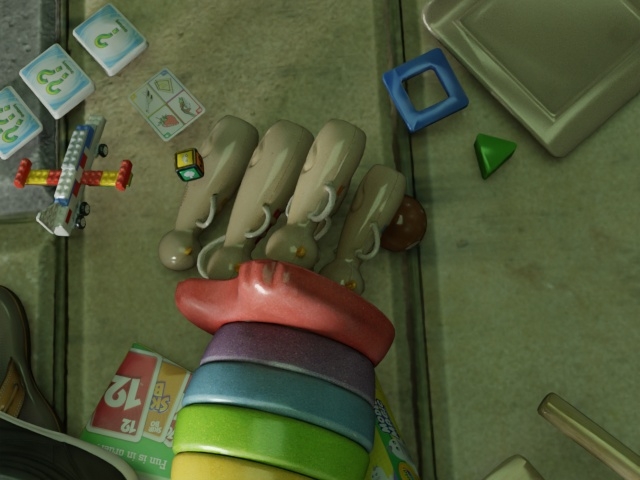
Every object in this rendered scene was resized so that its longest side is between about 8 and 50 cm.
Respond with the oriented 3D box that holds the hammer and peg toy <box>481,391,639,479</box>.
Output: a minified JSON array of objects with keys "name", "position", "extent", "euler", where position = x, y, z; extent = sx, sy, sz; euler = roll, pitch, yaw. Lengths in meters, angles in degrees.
[{"name":"hammer and peg toy","position":[0.185,0.307,0.932],"extent":[0.361,0.127,0.266],"euler":[-40,74,-6]}]

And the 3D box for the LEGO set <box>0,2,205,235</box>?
[{"name":"LEGO set","position":[-0.213,-0.112,1.072],"extent":[0.182,0.060,0.244],"euler":[-39,58,-6]}]

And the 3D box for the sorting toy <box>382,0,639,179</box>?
[{"name":"sorting toy","position":[0.223,-0.200,1.103],"extent":[0.347,0.047,0.196],"euler":[-41,81,-6]}]

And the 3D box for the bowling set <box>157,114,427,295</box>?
[{"name":"bowling set","position":[0.000,0.000,1.004],"extent":[0.199,0.287,0.154],"euler":[27,84,-24]}]

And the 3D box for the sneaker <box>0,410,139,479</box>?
[{"name":"sneaker","position":[-0.302,0.188,0.924],"extent":[0.295,0.147,0.105],"euler":[12,93,8]}]

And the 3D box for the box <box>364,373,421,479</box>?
[{"name":"box","position":[0.019,0.181,0.969],"extent":[0.105,0.043,0.179],"euler":[-42,42,18]}]

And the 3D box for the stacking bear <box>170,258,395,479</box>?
[{"name":"stacking bear","position":[-0.049,0.183,0.876],"extent":[0.164,0.175,0.289],"euler":[25,68,-27]}]

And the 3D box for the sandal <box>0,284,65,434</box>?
[{"name":"sandal","position":[-0.286,0.140,1.030],"extent":[0.090,0.060,0.219],"euler":[-21,73,20]}]

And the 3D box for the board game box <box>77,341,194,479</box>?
[{"name":"board game box","position":[-0.176,0.232,1.026],"extent":[0.124,0.039,0.259],"euler":[27,82,11]}]
